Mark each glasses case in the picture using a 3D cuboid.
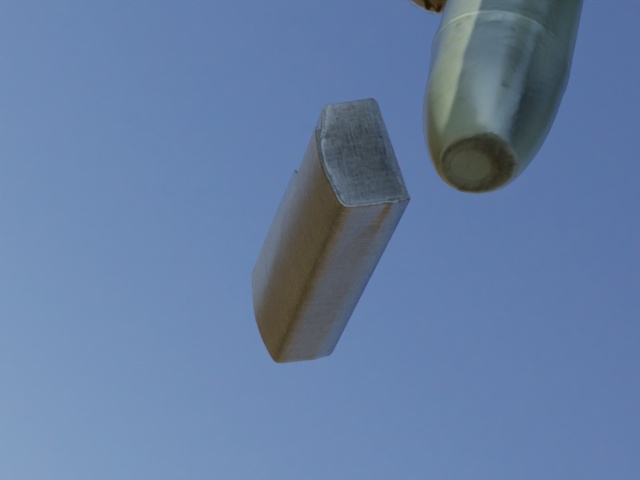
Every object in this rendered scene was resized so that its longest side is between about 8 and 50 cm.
[{"bbox_3d":[0.000,0.000,1.118,0.205,0.047,0.071,113,-36,-59],"label":"glasses case"}]

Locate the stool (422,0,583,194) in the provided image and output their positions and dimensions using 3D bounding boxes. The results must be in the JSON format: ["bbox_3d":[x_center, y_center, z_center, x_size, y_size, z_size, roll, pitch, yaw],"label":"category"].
[{"bbox_3d":[0.150,-0.110,0.615,0.195,0.199,0.195,19,-47,-18],"label":"stool"}]

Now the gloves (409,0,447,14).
[{"bbox_3d":[0.144,-0.226,0.900,0.141,0.331,0.154,16,49,-64],"label":"gloves"}]
